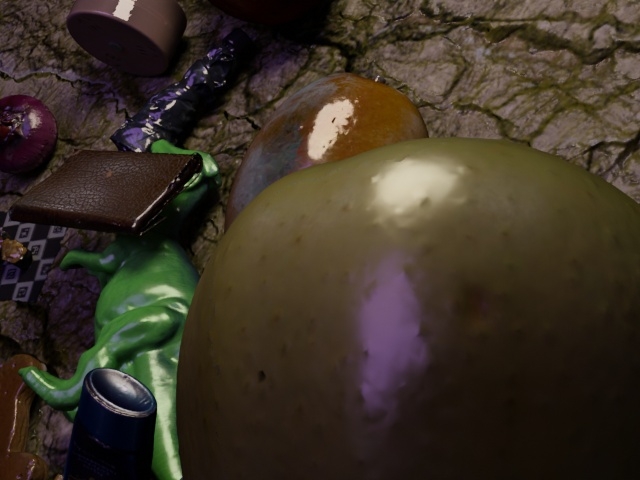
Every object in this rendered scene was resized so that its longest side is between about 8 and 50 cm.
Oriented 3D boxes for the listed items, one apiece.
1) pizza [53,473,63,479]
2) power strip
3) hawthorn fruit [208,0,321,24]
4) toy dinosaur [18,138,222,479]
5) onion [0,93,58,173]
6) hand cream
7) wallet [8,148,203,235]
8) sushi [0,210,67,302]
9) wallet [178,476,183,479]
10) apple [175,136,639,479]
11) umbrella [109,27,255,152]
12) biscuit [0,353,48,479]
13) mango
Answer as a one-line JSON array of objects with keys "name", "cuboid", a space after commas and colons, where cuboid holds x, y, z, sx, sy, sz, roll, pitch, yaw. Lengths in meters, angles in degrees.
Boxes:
[{"name": "pizza", "cuboid": [-0.288, 0.333, 1.573, 0.099, 0.036, 0.160, -14, 54, 29]}, {"name": "power strip", "cuboid": [-0.263, -0.293, 1.899, 0.154, 0.154, 0.078, 5, 64, 39]}, {"name": "hawthorn fruit", "cuboid": [-0.087, -0.383, 1.808, 0.266, 0.210, 0.230, -9, 68, 49]}, {"name": "toy dinosaur", "cuboid": [-0.126, 0.103, 1.588, 0.500, 0.144, 0.374, 28, 66, 33]}, {"name": "onion", "cuboid": [-0.424, -0.150, 1.960, 0.115, 0.104, 0.115, -8, 73, 25]}, {"name": "hand cream", "cuboid": [-0.220, 0.256, 1.448, 0.120, 0.270, 0.061, 30, 38, 23]}, {"name": "wallet", "cuboid": [-0.257, -0.058, 1.686, 0.243, 0.039, 0.133, 4, 43, 44]}, {"name": "sushi", "cuboid": [-0.431, 0.012, 1.903, 0.201, 0.031, 0.139, 1, 61, 37]}, {"name": "wallet", "cuboid": [-0.057, 0.355, 1.329, 0.172, 0.045, 0.318, -41, 63, 13]}, {"name": "apple", "cuboid": [0.100, 0.148, 1.134, 0.474, 0.473, 0.473, -19, 51, 26]}, {"name": "umbrella", "cuboid": [-0.172, -0.186, 1.825, 0.080, 0.071, 0.224, 39, 82, 24]}, {"name": "biscuit", "cuboid": [-0.401, 0.291, 1.678, 0.197, 0.049, 0.301, -29, 47, 24]}, {"name": "mango", "cuboid": [0.000, 0.000, 1.483, 0.221, 0.199, 0.384, 10, 80, 33]}]
